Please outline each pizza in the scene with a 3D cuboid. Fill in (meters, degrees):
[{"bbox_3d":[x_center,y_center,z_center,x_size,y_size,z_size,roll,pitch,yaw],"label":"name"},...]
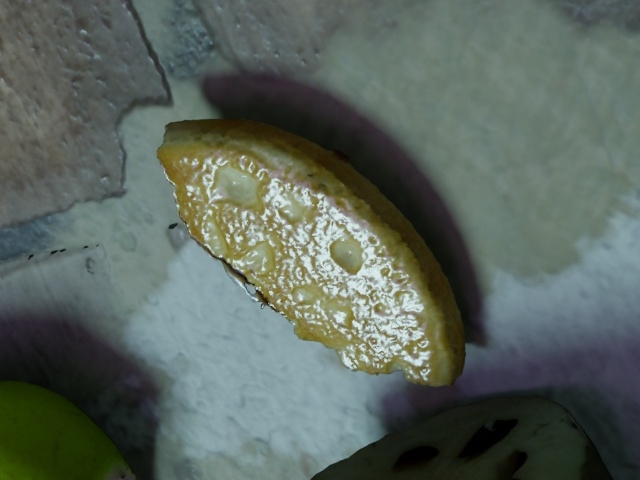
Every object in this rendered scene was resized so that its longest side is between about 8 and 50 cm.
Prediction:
[{"bbox_3d":[0.001,0.000,1.000,0.246,0.058,0.127,32,122,5],"label":"pizza"}]

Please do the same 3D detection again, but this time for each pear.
[{"bbox_3d":[-0.251,0.194,1.135,0.220,0.187,0.187,11,119,12],"label":"pear"}]

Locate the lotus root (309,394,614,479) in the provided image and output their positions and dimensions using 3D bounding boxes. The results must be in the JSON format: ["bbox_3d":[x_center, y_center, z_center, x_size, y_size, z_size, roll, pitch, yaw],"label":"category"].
[{"bbox_3d":[0.115,0.298,1.001,0.250,0.250,0.346,-5,117,26],"label":"lotus root"}]
